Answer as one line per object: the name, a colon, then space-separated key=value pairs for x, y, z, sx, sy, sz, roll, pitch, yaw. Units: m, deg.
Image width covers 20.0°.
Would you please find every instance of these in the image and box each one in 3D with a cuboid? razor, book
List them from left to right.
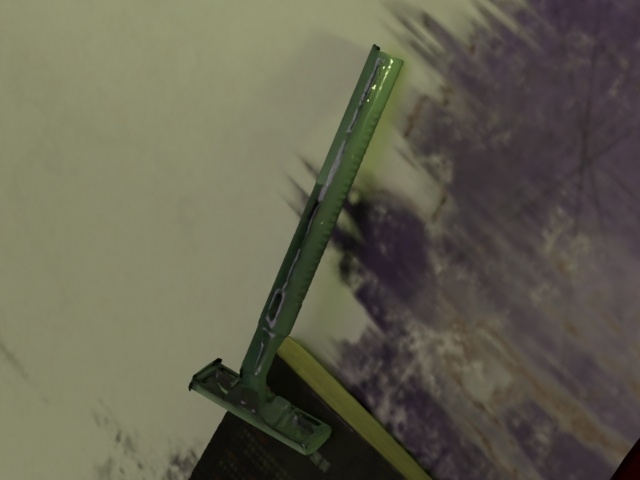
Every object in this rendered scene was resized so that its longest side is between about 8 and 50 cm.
book: x=-0.023 y=0.188 z=1.005 sx=0.160 sy=0.024 sz=0.228 roll=44 pitch=119 yaw=27
razor: x=-0.004 y=-0.001 z=0.945 sx=0.084 sy=0.036 sz=0.211 roll=26 pitch=103 yaw=31

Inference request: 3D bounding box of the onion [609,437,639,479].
onion: x=0.213 y=0.185 z=0.626 sx=0.341 sy=0.341 sz=0.341 roll=5 pitch=97 yaw=39
